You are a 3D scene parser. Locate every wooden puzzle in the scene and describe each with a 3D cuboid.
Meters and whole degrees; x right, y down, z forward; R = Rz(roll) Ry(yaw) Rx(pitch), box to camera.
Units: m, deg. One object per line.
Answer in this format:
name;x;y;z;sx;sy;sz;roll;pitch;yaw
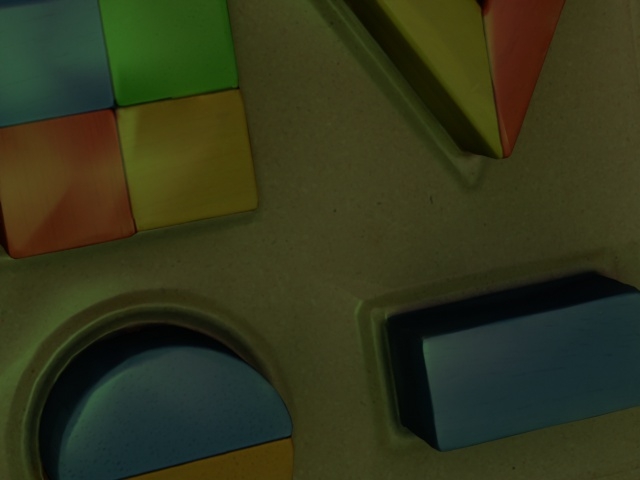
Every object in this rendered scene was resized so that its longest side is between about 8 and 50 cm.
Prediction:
wooden puzzle;0.000;0.000;0.743;0.322;0.080;0.348;-12;106;-14
